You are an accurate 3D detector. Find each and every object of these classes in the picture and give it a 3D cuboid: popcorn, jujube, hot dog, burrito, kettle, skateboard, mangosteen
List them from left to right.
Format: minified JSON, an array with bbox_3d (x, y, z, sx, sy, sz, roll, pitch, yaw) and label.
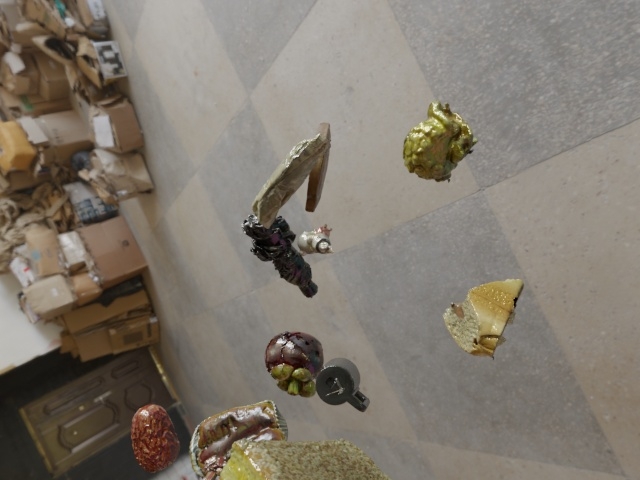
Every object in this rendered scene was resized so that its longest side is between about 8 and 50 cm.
[{"bbox_3d":[-0.466,0.550,1.213,0.109,0.112,0.176,-21,87,27],"label":"jujube"},{"bbox_3d":[-0.204,0.492,1.072,0.082,0.271,0.162,51,-157,-50],"label":"hot dog"},{"bbox_3d":[-0.062,-0.115,0.813,0.058,0.063,0.229,28,124,-19],"label":"burrito"},{"bbox_3d":[-0.072,0.338,1.189,0.180,0.166,0.166,-94,11,-47],"label":"mangosteen"},{"bbox_3d":[0.053,0.621,1.819,0.083,0.032,0.063,-34,78,27],"label":"skateboard"},{"bbox_3d":[0.094,0.700,2.060,0.308,0.203,0.262,58,-172,-77],"label":"kettle"},{"bbox_3d":[0.323,-0.261,1.183,0.169,0.218,0.189,46,123,16],"label":"popcorn"}]

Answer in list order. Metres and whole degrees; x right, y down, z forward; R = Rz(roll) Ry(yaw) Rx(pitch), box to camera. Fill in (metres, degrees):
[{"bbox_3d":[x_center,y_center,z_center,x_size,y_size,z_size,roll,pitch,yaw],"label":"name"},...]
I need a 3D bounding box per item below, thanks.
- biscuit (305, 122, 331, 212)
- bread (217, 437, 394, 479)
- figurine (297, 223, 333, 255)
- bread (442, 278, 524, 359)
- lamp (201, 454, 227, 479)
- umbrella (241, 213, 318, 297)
[{"bbox_3d":[-0.003,-0.223,1.318,0.049,0.272,0.257,11,134,1],"label":"biscuit"},{"bbox_3d":[0.003,0.341,0.536,0.184,0.234,0.110,24,89,49],"label":"bread"},{"bbox_3d":[-0.008,-0.005,1.295,0.146,0.081,0.098,-10,71,54],"label":"figurine"},{"bbox_3d":[0.501,0.243,1.244,0.211,0.224,0.183,-99,6,-46],"label":"bread"},{"bbox_3d":[-0.221,0.478,0.912,0.031,0.063,0.083,68,160,-4],"label":"lamp"},{"bbox_3d":[-0.115,0.038,1.366,0.128,0.154,0.336,-14,134,31],"label":"umbrella"}]
